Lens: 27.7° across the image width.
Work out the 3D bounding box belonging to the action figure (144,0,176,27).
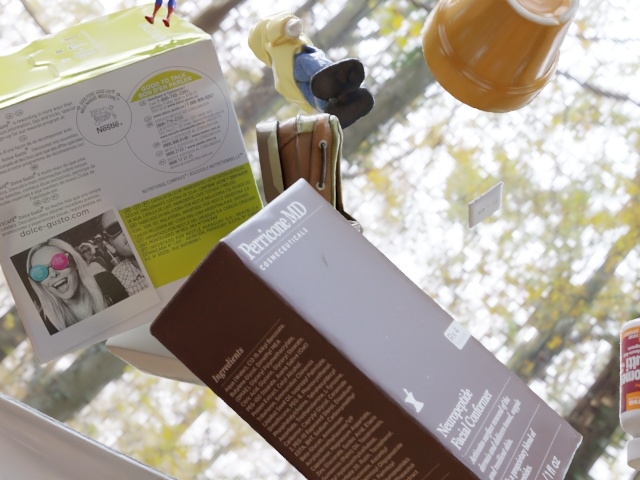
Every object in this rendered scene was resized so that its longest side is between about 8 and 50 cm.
[{"bbox_3d":[-0.186,-0.324,1.612,0.038,0.115,0.030,10,-18,16],"label":"action figure"}]

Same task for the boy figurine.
[{"bbox_3d":[-0.024,-0.251,1.873,0.285,0.092,0.177,49,-16,55],"label":"boy figurine"}]

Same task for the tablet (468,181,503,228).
[{"bbox_3d":[0.211,-0.044,1.652,0.006,0.054,0.083,54,-7,21],"label":"tablet"}]

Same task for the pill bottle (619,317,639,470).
[{"bbox_3d":[0.521,0.238,1.990,0.121,0.221,0.121,5,-21,2],"label":"pill bottle"}]

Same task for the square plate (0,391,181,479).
[{"bbox_3d":[-0.312,0.377,1.404,0.344,0.347,0.049,24,-23,8],"label":"square plate"}]

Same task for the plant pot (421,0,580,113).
[{"bbox_3d":[0.275,-0.317,1.879,0.205,0.205,0.188,43,-29,2],"label":"plant pot"}]

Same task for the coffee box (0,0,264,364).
[{"bbox_3d":[-0.290,-0.096,1.727,0.337,0.338,0.334,-138,-151,-64],"label":"coffee box"}]

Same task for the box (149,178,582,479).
[{"bbox_3d":[0.050,0.136,1.217,0.381,0.191,0.143,41,-59,3],"label":"box"}]

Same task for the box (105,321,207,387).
[{"bbox_3d":[-0.182,0.143,1.866,0.275,0.113,0.094,6,-28,48],"label":"box"}]

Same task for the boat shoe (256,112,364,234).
[{"bbox_3d":[0.000,0.000,1.563,0.104,0.110,0.307,-9,-76,6],"label":"boat shoe"}]
